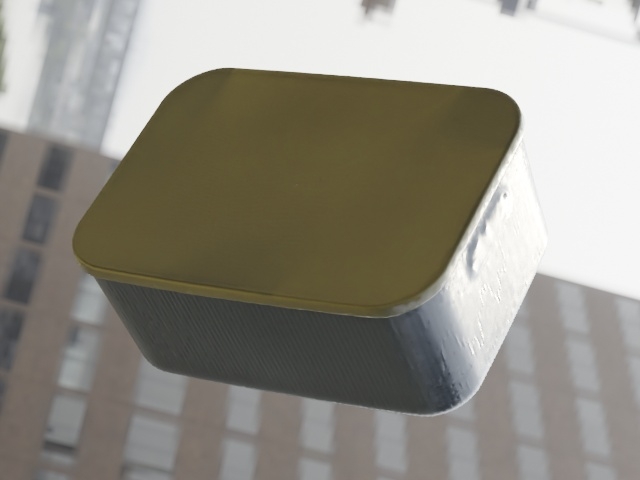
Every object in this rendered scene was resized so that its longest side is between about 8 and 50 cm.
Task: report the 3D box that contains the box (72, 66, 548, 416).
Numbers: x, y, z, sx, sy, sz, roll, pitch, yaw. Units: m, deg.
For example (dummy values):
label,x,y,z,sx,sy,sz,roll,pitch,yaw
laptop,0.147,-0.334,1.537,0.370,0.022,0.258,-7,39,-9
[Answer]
label,x,y,z,sx,sy,sz,roll,pitch,yaw
box,0.000,0.000,0.956,0.144,0.201,0.090,-61,143,-34
